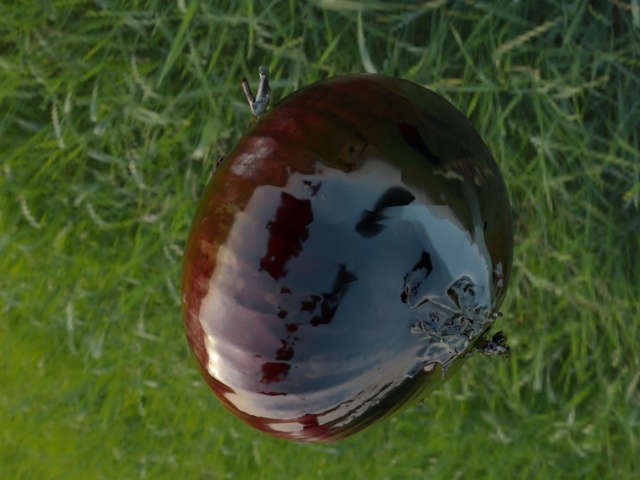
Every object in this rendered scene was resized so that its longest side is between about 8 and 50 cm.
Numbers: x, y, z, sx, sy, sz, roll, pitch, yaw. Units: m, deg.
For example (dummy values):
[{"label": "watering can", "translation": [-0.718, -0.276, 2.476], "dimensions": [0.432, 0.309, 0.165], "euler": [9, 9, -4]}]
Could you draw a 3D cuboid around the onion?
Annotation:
[{"label": "onion", "translation": [0.000, 0.000, 0.836], "dimensions": [0.285, 0.273, 0.273], "euler": [34, 139, 30]}]
